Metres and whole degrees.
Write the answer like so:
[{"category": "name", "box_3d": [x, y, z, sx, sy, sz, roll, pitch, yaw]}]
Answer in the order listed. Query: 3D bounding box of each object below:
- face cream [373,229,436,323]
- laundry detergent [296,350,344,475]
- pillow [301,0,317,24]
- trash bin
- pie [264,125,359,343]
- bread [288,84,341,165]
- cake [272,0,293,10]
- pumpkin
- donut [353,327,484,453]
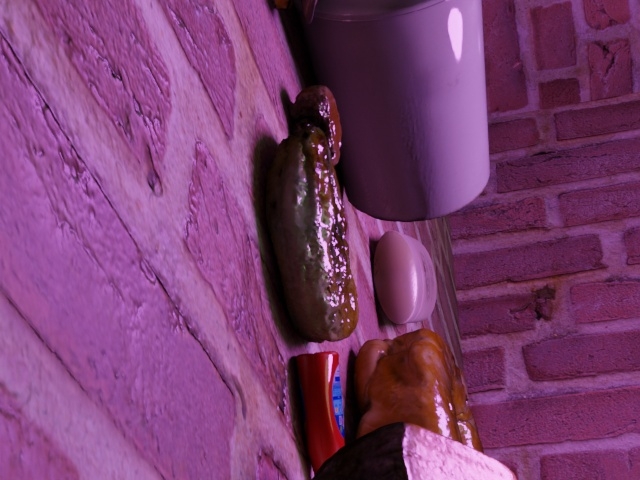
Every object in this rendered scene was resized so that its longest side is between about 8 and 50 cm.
[{"category": "face cream", "box_3d": [0.165, 0.072, 2.013, 0.348, 0.081, 0.174, 18, 64, -78]}, {"category": "laundry detergent", "box_3d": [0.004, 0.212, 1.214, 0.097, 0.049, 0.165, 38, 46, -79]}, {"category": "pillow", "box_3d": [0.003, -0.388, 1.349, 0.218, 0.033, 0.130, 110, -17, -48]}, {"category": "trash bin", "box_3d": [0.118, -0.269, 1.589, 0.280, 0.280, 0.432, -84, 165, -52]}, {"category": "pie", "box_3d": [0.000, 0.000, 1.276, 0.277, 0.078, 0.277, -7, 90, -78]}, {"category": "bread", "box_3d": [-0.006, -0.150, 1.406, 0.082, 0.060, 0.113, -39, 121, -76]}, {"category": "cake", "box_3d": [-0.033, -0.391, 1.350, 0.080, 0.116, 0.185, -88, 160, -49]}, {"category": "pumpkin", "box_3d": [0.093, 0.347, 1.037, 0.225, 0.256, 0.303, -94, -168, -45]}, {"category": "donut", "box_3d": [0.149, 0.315, 1.549, 0.360, 0.170, 0.361, -15, 90, -77]}]
